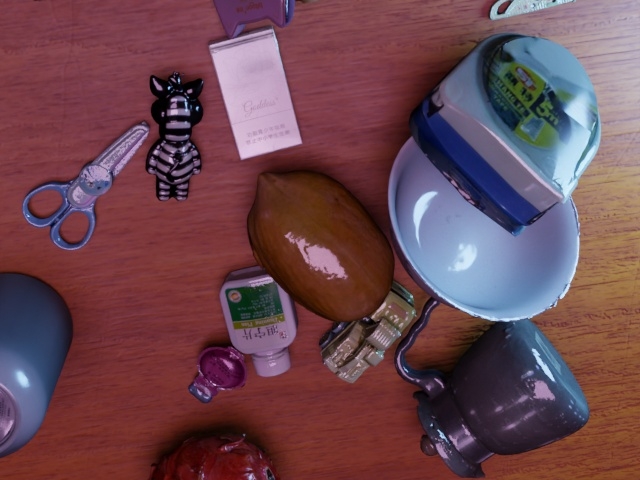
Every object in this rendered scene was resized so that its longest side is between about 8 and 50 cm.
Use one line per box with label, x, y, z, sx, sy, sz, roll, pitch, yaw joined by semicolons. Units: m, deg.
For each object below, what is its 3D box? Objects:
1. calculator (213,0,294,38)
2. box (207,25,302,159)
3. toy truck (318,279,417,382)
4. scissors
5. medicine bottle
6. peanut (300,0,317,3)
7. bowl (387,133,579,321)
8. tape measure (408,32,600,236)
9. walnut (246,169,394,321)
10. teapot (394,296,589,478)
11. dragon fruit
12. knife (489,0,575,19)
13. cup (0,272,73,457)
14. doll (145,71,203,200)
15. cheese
calculator;-0.121;-0.457;1.505;0.043;0.194;0.294;-24;107;-36
box;-0.104;-0.238;1.640;0.109;0.029;0.198;-15;109;0
toy truck;0.080;0.161;1.730;0.085;0.116;0.191;39;101;-15
scissors;-0.371;-0.099;1.663;0.256;0.030;0.125;-44;108;9
medicine bottle;-0.100;0.138;1.735;0.119;0.069;0.183;-10;109;5
peanut;-0.009;-0.527;1.492;0.174;0.158;0.340;-21;113;-22
bowl;0.233;-0.014;1.638;0.345;0.157;0.345;9;67;-21
tape measure;0.306;-0.186;1.565;0.259;0.138;0.262;45;62;-4
walnut;0.000;0.000;1.635;0.203;0.203;0.298;-34;108;6
teapot;0.264;0.263;1.722;0.285;0.223;0.305;-38;119;15
dragon fruit;-0.188;0.451;1.748;0.252;0.241;0.241;-38;106;-8
knife;0.412;-0.408;1.629;0.293;0.020;0.043;-16;109;2
cup;-0.516;0.199;1.598;0.205;0.312;0.205;-2;109;-5
doll;-0.235;-0.168;1.632;0.091;0.067;0.219;-1;115;-17
cheese;-0.180;0.234;1.759;0.095;0.038;0.145;38;123;-6
